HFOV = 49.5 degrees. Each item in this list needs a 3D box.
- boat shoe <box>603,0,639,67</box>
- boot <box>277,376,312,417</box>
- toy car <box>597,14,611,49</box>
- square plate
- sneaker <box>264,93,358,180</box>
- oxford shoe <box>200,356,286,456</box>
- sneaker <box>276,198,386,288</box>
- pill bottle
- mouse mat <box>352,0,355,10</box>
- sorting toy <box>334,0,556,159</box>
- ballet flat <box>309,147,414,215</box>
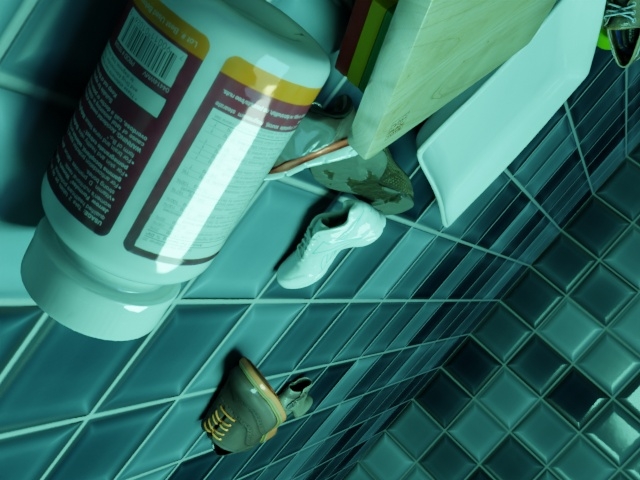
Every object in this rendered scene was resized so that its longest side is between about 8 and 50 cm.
[{"bbox_3d":[0.429,-0.321,0.964,0.066,0.066,0.183,-56,135,-22],"label":"boat shoe"},{"bbox_3d":[-0.038,0.283,1.264,0.118,0.042,0.087,-17,142,-53],"label":"boot"},{"bbox_3d":[0.529,-0.338,1.033,0.149,0.188,0.155,-43,159,-10],"label":"toy car"},{"bbox_3d":[0.263,-0.196,0.974,0.344,0.049,0.347,-48,159,0],"label":"square plate"},{"bbox_3d":[-0.035,-0.090,0.602,0.158,0.065,0.061,-19,-167,-25],"label":"sneaker"},{"bbox_3d":[-0.115,0.252,0.990,0.098,0.097,0.271,-31,155,-23],"label":"oxford shoe"},{"bbox_3d":[0.000,0.000,0.810,0.152,0.054,0.061,-37,138,19],"label":"sneaker"},{"bbox_3d":[-0.099,-0.050,0.436,0.221,0.121,0.121,-55,158,22],"label":"pill bottle"},{"bbox_3d":[0.093,-0.281,0.555,0.189,0.007,0.152,-42,158,-16],"label":"mouse mat"},{"bbox_3d":[0.121,-0.226,0.549,0.257,0.089,0.255,-37,164,-29],"label":"sorting toy"},{"bbox_3d":[0.048,-0.085,0.762,0.084,0.058,0.250,-15,162,20],"label":"ballet flat"}]
